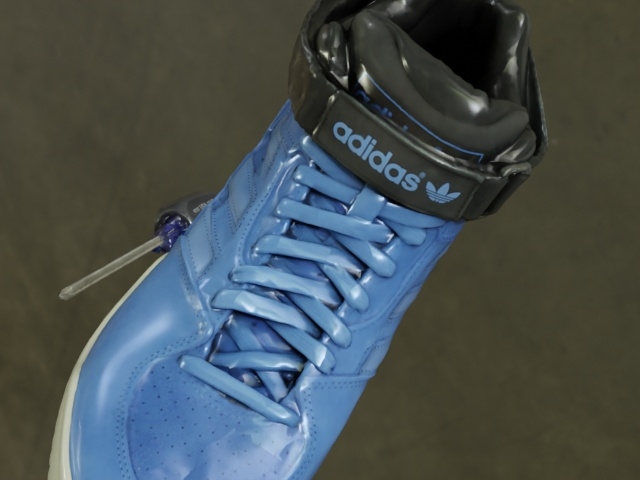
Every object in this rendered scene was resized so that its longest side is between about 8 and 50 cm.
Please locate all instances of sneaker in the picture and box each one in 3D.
[{"bbox_3d":[-0.001,-0.001,0.341,0.058,0.152,0.084,35,139,2],"label":"sneaker"}]

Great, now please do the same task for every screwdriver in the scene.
[{"bbox_3d":[-0.068,0.006,0.658,0.024,0.170,0.025,-17,102,17],"label":"screwdriver"}]
